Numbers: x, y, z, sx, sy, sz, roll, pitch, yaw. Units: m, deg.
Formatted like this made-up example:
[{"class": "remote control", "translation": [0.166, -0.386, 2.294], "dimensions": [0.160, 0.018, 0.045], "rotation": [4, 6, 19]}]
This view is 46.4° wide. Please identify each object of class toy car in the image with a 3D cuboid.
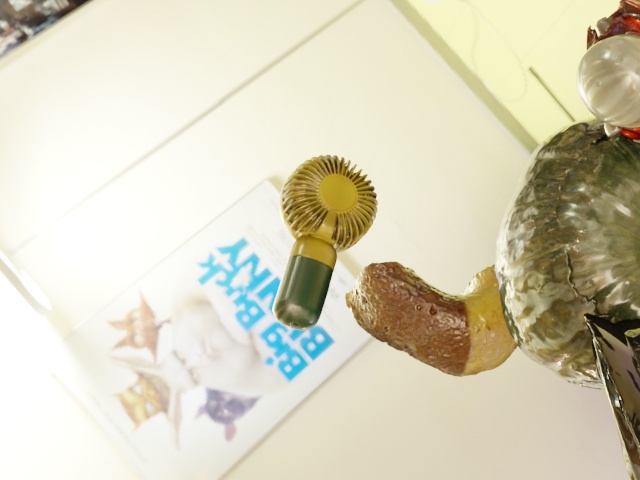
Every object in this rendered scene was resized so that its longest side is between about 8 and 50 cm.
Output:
[{"class": "toy car", "translation": [0.301, -0.164, 0.732], "dimensions": [0.112, 0.112, 0.139], "rotation": [-41, 71, 52]}]

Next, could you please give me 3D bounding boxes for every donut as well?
[{"class": "donut", "translation": [0.185, 0.107, 1.092], "dimensions": [0.112, 0.294, 0.151], "rotation": [90, 179, -47]}]

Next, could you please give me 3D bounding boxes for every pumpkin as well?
[{"class": "pumpkin", "translation": [0.358, 0.014, 0.868], "dimensions": [0.291, 0.328, 0.257], "rotation": [14, 172, 1]}]

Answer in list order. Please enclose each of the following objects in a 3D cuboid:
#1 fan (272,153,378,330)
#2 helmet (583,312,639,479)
[{"class": "fan", "translation": [0.000, 0.000, 0.615], "dimensions": [0.082, 0.155, 0.039], "rotation": [21, 157, -12]}, {"class": "helmet", "translation": [0.321, 0.163, 0.588], "dimensions": [0.231, 0.160, 0.279], "rotation": [-77, -35, -56]}]
